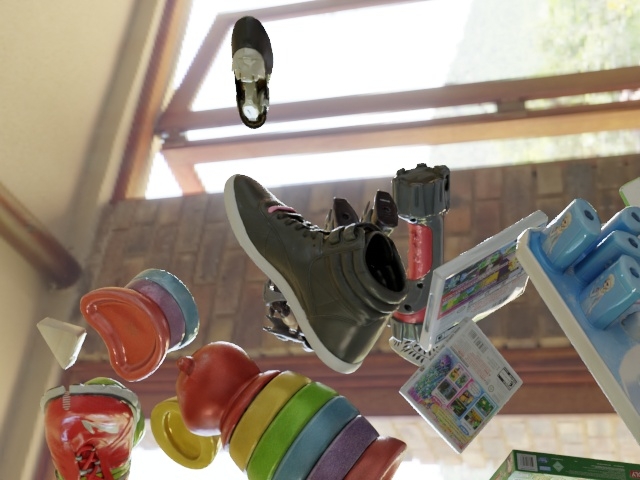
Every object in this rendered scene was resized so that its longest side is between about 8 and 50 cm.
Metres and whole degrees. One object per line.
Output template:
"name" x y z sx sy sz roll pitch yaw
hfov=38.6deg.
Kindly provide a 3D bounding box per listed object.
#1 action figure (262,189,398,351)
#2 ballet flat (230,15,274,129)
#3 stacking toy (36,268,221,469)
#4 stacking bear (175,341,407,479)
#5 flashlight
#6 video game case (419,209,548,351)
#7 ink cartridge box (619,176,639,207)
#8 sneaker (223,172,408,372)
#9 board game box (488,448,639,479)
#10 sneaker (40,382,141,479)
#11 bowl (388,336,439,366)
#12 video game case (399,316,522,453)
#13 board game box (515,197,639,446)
"action figure" 0.022 0.063 1.313 0.099 0.185 0.285 -112 35 -41
"ballet flat" -0.111 -0.262 1.481 0.203 0.074 0.074 92 -172 -47
"stacking toy" -0.272 0.194 1.439 0.130 0.279 0.309 -38 -67 -51
"stacking bear" -0.055 0.234 1.123 0.164 0.289 0.175 -60 -17 9
"flashlight" 0.155 0.025 1.505 0.103 0.103 0.304 -54 -34 -49
"video game case" 0.236 0.061 1.337 0.023 0.201 0.183 49 154 31
"ink cartridge box" 0.545 0.012 1.316 0.273 0.114 0.198 20 -135 -61
"sneaker" 0.000 0.000 1.110 0.104 0.147 0.296 -2 -128 -54
"board game box" 0.484 0.474 1.732 0.213 0.317 0.046 105 171 -52
"sneaker" -0.252 0.260 1.025 0.279 0.107 0.118 97 166 -47
"bowl" 0.217 0.180 1.676 0.080 0.170 0.170 -71 -14 11
"video game case" 0.203 0.208 1.305 0.143 0.019 0.157 -46 -59 -8
"board game box" 0.355 0.127 0.570 0.390 0.050 0.390 -3 -127 -39
